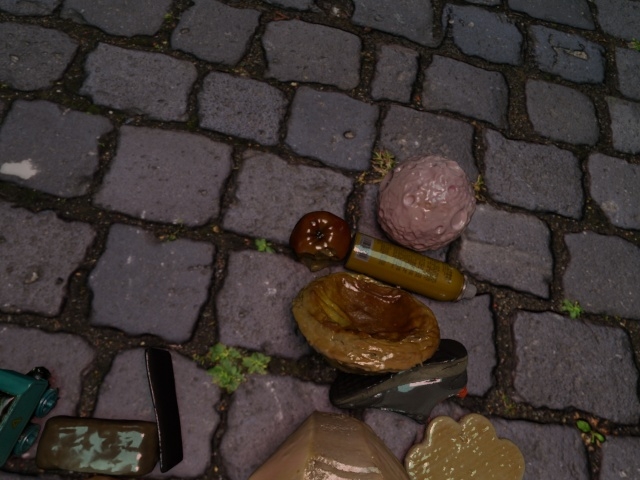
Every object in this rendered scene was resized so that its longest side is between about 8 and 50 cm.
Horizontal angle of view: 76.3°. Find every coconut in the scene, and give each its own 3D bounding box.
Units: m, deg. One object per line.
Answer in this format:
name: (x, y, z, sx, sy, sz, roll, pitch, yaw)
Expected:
coconut: (0.022, 0.512, 0.775, 0.353, 0.352, 0.352, 3, 69, -8)

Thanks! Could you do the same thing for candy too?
candy: (-0.452, 0.424, 0.843, 0.234, 0.102, 0.104, 7, 69, -9)

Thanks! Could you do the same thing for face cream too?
face cream: (0.241, 0.081, 1.078, 0.349, 0.105, 0.105, 19, 68, -2)

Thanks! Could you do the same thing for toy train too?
toy train: (-0.626, 0.350, 0.816, 0.107, 0.154, 0.197, 19, 69, 2)

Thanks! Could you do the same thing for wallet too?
wallet: (-0.333, 0.354, 0.875, 0.025, 0.124, 0.244, -13, 72, -5)

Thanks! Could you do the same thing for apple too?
apple: (0.002, -0.007, 1.045, 0.156, 0.158, 0.147, 17, 66, 2)

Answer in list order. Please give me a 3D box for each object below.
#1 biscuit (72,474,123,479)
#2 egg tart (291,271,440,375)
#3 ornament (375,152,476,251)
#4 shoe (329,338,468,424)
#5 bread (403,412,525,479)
biscuit: (-0.448, 0.685, 0.746, 0.430, 0.104, 0.446, -10, 74, -13)
egg tart: (0.097, 0.204, 0.944, 0.352, 0.150, 0.352, 6, 24, -3)
ornament: (0.264, -0.103, 1.065, 0.225, 0.259, 0.259, 26, 67, -13)
shoe: (0.195, 0.360, 0.968, 0.337, 0.132, 0.171, -18, 103, 3)
bread: (0.334, 0.560, 0.941, 0.316, 0.054, 0.316, 3, 70, -7)
